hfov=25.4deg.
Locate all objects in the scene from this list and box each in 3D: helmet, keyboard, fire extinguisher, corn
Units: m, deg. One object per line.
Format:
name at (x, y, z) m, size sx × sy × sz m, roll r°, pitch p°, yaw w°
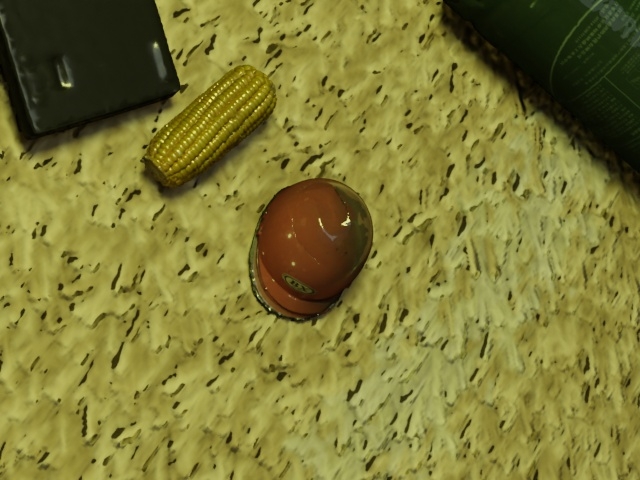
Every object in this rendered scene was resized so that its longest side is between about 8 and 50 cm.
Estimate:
helmet at (0.000, 0.001, 0.786) m, size 0.065 × 0.049 × 0.084 m, roll 27°, pitch 65°, yaw -19°
keyboard at (-0.163, -0.214, 0.738) m, size 0.106 × 0.027 × 0.317 m, roll -20°, pitch 99°, yaw -33°
fire extinguisher at (0.216, -0.084, 0.899) m, size 0.311 × 0.095 × 0.114 m, roll 38°, pitch 101°, yaw -12°
corn at (-0.060, -0.063, 0.782) m, size 0.092 × 0.037 × 0.037 m, roll -42°, pitch 97°, yaw -27°
